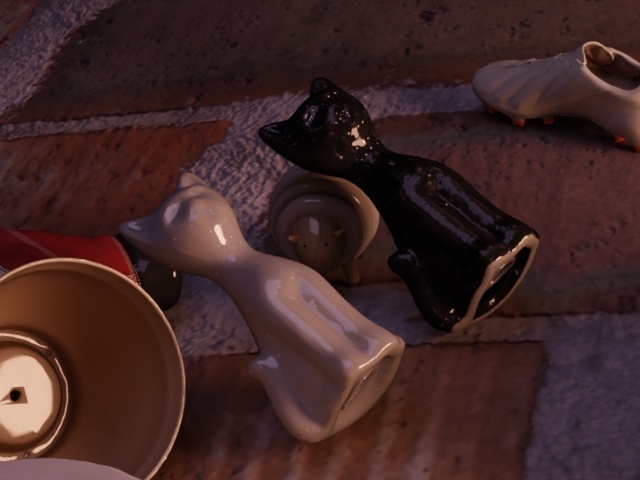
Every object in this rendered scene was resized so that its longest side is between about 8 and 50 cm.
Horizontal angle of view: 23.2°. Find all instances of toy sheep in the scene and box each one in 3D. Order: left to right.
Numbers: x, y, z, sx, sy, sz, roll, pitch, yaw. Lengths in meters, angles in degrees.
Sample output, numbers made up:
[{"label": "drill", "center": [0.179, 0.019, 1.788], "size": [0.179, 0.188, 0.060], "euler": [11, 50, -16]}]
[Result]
[{"label": "toy sheep", "center": [0.003, -0.020, 1.159], "size": [0.091, 0.091, 0.132], "euler": [-11, 33, 8]}]

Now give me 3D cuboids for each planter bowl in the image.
[{"label": "planter bowl", "center": [-0.185, 0.098, 1.019], "size": [0.162, 0.162, 0.109], "euler": [-39, 13, -31]}]

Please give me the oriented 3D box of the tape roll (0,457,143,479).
[{"label": "tape roll", "center": [-0.185, 0.247, 0.827], "size": [0.286, 0.100, 0.286], "euler": [-11, 33, 7]}]

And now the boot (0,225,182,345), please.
[{"label": "boot", "center": [-0.211, 0.021, 1.211], "size": [0.176, 0.088, 0.244], "euler": [-16, 20, -29]}]

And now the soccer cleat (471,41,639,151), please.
[{"label": "soccer cleat", "center": [0.201, -0.129, 1.248], "size": [0.196, 0.076, 0.068], "euler": [19, 46, 43]}]

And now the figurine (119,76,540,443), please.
[{"label": "figurine", "center": [0.000, 0.000, 1.050], "size": [0.215, 0.092, 0.209], "euler": [-36, 67, -27]}]
